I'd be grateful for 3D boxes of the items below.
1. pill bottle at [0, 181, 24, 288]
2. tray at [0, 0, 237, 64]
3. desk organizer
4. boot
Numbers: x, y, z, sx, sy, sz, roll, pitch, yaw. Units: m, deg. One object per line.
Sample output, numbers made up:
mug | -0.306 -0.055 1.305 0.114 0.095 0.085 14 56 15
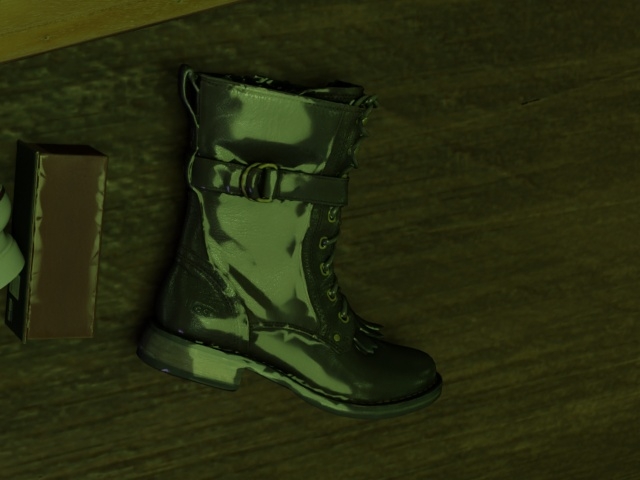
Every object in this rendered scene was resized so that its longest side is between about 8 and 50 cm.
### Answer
pill bottle | -0.250 -0.036 0.877 0.086 0.086 0.152 -30 114 -16
tray | -0.194 -0.206 0.808 0.411 0.076 0.203 -21 101 -31
desk organizer | -0.179 0.001 0.943 0.050 0.047 0.130 0 103 -28
boot | 0.000 0.000 1.003 0.263 0.091 0.229 13 98 -25
